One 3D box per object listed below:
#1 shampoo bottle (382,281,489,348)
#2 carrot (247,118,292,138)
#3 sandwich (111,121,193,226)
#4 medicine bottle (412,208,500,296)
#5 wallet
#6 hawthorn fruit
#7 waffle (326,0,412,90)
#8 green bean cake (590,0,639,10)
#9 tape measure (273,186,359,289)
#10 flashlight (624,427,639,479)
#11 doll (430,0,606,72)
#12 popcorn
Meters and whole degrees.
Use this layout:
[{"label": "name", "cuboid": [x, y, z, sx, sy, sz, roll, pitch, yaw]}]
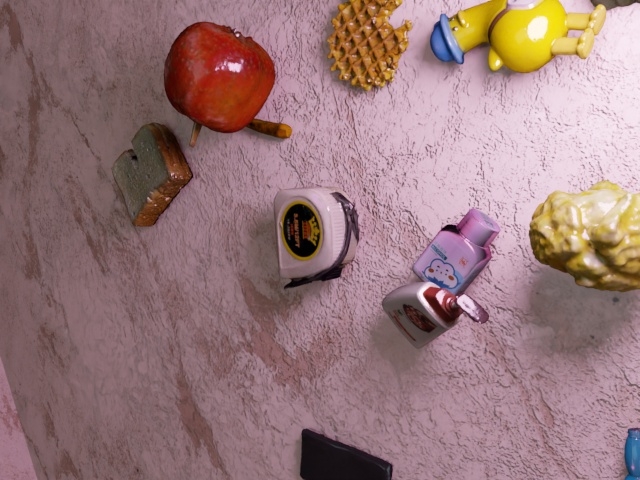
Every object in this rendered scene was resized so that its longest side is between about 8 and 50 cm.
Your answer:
[{"label": "shampoo bottle", "cuboid": [0.242, 0.153, 1.327, 0.153, 0.071, 0.284, 53, 158, -2]}, {"label": "carrot", "cuboid": [-0.148, -0.312, 1.704, 0.171, 0.042, 0.042, 22, 107, 36]}, {"label": "sandwich", "cuboid": [-0.540, -0.219, 1.978, 0.273, 0.095, 0.249, -41, 66, 33]}, {"label": "medicine bottle", "cuboid": [0.301, 0.026, 1.353, 0.119, 0.094, 0.188, 45, 119, 23]}, {"label": "wallet", "cuboid": [0.062, 0.604, 1.629, 0.285, 0.030, 0.146, 11, 97, 35]}, {"label": "hawthorn fruit", "cuboid": [-0.281, -0.399, 1.638, 0.287, 0.287, 0.330, 34, 107, 30]}, {"label": "waffle", "cuboid": [0.113, -0.480, 1.482, 0.229, 0.051, 0.231, 28, 111, 32]}, {"label": "green bean cake", "cuboid": [0.571, -0.525, 1.109, 0.183, 0.094, 0.185, 2, 90, 38]}, {"label": "tape measure", "cuboid": [0.000, 0.000, 1.566, 0.231, 0.133, 0.271, 5, 98, 45]}, {"label": "flashlight", "cuboid": [0.602, 0.425, 1.190, 0.051, 0.051, 0.129, -6, 87, 38]}, {"label": "doll", "cuboid": [0.377, -0.422, 1.246, 0.363, 0.145, 0.199, 21, 74, 43]}, {"label": "popcorn", "cuboid": [0.499, -0.009, 1.107, 0.256, 0.255, 0.195, 0, 95, 31]}]
